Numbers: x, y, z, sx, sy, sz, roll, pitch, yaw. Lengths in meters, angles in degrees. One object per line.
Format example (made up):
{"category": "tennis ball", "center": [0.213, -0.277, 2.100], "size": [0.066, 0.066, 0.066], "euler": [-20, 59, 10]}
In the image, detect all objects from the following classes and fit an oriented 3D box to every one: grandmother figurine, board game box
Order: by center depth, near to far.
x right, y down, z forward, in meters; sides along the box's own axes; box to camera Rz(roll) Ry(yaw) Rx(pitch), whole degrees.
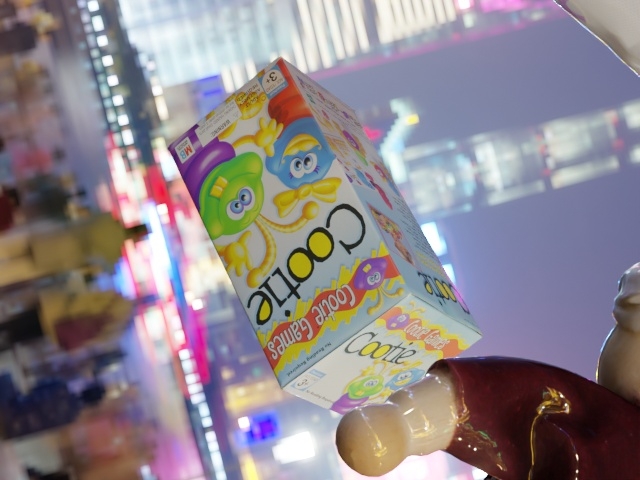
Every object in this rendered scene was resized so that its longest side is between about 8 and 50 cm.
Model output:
{"category": "grandmother figurine", "center": [0.084, 0.131, 0.654], "size": [0.208, 0.342, 0.104], "euler": [52, -23, -24]}
{"category": "board game box", "center": [0.000, 0.000, 1.452], "size": [0.144, 0.142, 0.275], "euler": [31, 26, -54]}

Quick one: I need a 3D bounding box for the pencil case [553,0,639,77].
{"category": "pencil case", "center": [0.118, -0.132, 0.622], "size": [0.273, 0.113, 0.124], "euler": [39, -51, 6]}
